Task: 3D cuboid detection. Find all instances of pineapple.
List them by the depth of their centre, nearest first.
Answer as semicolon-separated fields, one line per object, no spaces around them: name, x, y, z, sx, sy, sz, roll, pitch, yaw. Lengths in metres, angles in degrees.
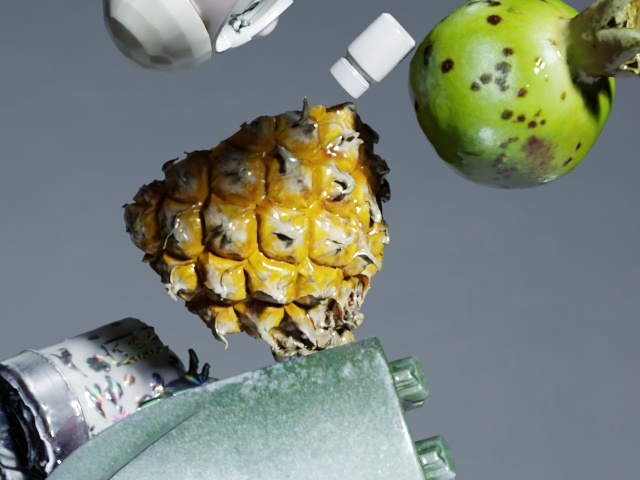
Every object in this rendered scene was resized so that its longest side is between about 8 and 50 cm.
pineapple;0.002;0.003;1.306;0.344;0.286;0.209;-24;-9;-32

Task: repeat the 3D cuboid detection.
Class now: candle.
candle;-0.256;0.198;1.518;0.330;0.187;0.187;-18;25;-36

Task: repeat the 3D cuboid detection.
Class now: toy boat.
toy boat;-0.067;0.172;0.859;0.319;0.141;0.092;-15;-19;-7

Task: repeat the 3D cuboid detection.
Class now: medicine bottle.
medicine bottle;0.056;-0.199;1.291;0.089;0.052;0.052;-43;15;11

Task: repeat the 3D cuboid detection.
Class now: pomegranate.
pomegranate;0.239;-0.172;1.263;0.286;0.231;0.231;-18;11;22

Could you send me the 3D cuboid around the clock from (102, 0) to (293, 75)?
clock;-0.088;-0.356;1.410;0.184;0.342;0.326;39;27;-1
